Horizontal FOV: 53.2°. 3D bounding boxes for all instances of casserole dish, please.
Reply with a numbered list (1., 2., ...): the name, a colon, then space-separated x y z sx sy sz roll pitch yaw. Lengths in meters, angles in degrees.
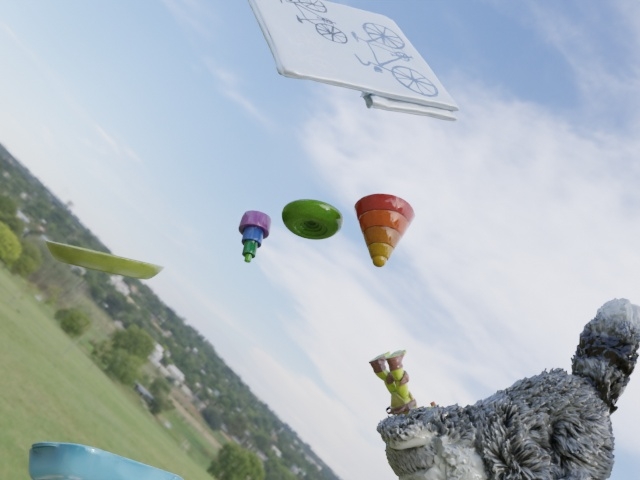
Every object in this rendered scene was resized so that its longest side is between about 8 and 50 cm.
1. casserole dish: -0.245 0.273 0.727 0.114 0.037 0.188 -17 -39 33

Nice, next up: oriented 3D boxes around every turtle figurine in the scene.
1. turtle figurine: 0.183 0.363 1.454 0.217 0.087 0.269 67 -18 4

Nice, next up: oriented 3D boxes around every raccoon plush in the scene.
1. raccoon plush: 0.284 0.243 1.009 0.299 0.446 0.216 27 -31 8

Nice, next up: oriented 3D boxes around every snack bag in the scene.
1. snack bag: 0.040 -0.328 1.094 0.037 0.343 0.323 -62 -143 37

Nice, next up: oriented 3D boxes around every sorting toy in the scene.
1. sorting toy: 0.000 0.000 1.255 0.366 0.126 0.127 -3 -32 19

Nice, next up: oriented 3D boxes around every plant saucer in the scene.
1. plant saucer: -0.446 0.044 1.320 0.241 0.037 0.241 13 -5 1
